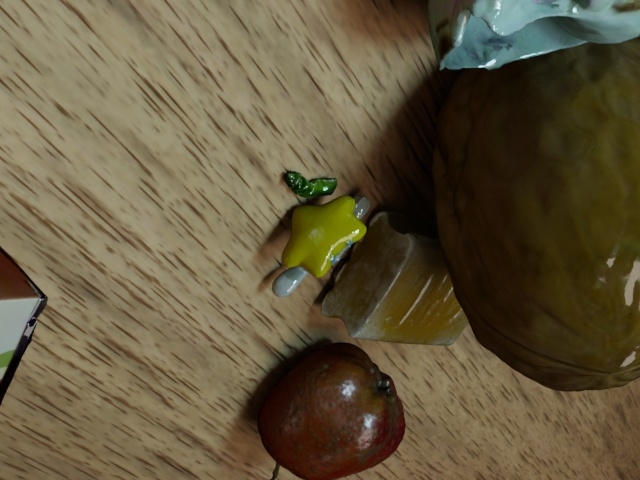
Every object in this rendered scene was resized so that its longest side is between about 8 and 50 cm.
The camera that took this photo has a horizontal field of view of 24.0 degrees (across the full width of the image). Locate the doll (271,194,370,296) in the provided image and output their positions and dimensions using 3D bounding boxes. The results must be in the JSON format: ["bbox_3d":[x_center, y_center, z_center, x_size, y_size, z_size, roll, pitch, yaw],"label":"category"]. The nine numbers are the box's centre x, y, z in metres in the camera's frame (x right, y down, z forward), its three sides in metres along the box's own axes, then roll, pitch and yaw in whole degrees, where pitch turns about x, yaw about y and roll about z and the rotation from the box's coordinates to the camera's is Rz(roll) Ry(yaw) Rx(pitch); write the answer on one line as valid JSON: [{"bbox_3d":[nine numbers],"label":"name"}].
[{"bbox_3d":[-0.005,0.006,1.571,0.135,0.071,0.113,-50,170,15],"label":"doll"}]

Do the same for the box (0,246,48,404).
[{"bbox_3d":[-0.436,0.152,1.094,0.385,0.122,0.344,-2,127,-52],"label":"box"}]

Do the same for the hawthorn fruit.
[{"bbox_3d":[-0.007,0.215,1.741,0.203,0.162,0.163,-36,153,14],"label":"hawthorn fruit"}]

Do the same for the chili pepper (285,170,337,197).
[{"bbox_3d":[-0.013,-0.055,1.521,0.027,0.022,0.083,-25,163,29],"label":"chili pepper"}]

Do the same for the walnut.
[{"bbox_3d":[0.276,-0.036,1.590,0.308,0.397,0.354,-10,151,7],"label":"walnut"}]

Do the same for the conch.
[{"bbox_3d":[0.241,-0.272,1.429,0.368,0.197,0.249,-1,152,-47],"label":"conch"}]

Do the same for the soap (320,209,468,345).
[{"bbox_3d":[0.110,0.048,1.751,0.232,0.073,0.140,11,116,-57],"label":"soap"}]
